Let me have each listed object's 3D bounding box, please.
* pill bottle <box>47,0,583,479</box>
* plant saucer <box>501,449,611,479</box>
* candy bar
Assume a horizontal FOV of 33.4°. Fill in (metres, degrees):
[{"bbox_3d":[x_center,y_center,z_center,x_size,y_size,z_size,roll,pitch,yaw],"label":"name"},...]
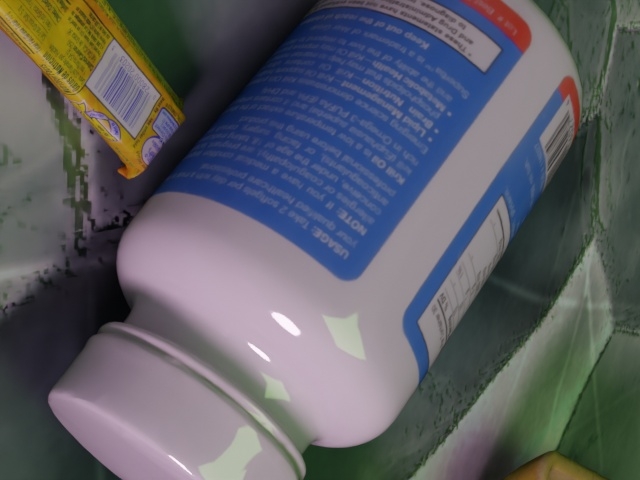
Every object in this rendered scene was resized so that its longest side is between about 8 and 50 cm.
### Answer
[{"bbox_3d":[0.000,0.000,0.414,0.221,0.124,0.124,-53,140,-25],"label":"pill bottle"},{"bbox_3d":[0.162,0.336,0.761,0.333,0.081,0.332,33,63,-53],"label":"plant saucer"},{"bbox_3d":[-0.085,-0.070,0.342,0.040,0.018,0.161,-60,152,-15],"label":"candy bar"}]
